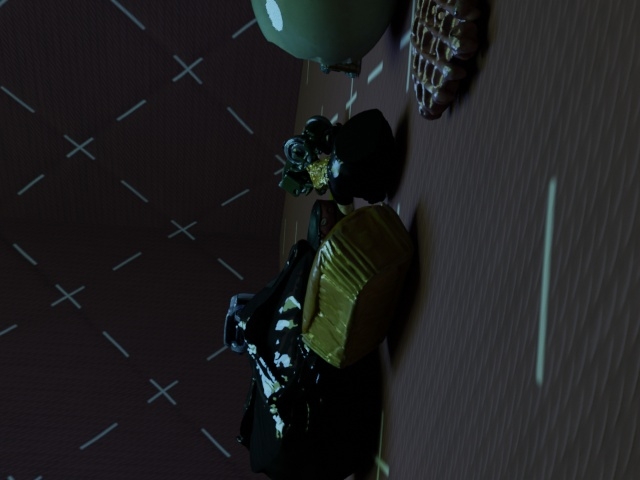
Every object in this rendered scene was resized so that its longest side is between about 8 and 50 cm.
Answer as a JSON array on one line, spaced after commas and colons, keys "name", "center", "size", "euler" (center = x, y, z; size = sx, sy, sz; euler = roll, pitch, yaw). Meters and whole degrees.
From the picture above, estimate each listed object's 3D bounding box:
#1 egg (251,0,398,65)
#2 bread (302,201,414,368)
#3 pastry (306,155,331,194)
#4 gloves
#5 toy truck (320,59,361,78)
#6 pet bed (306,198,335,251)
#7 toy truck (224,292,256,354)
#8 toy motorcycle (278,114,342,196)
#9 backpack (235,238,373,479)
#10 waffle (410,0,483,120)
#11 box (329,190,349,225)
[{"name": "egg", "center": [0.012, -0.493, 1.569], "size": [0.278, 0.278, 0.336], "euler": [-98, 17, -63]}, {"name": "bread", "center": [0.057, 0.080, 1.393], "size": [0.119, 0.153, 0.288], "euler": [46, 149, 26]}, {"name": "pastry", "center": [0.025, -0.154, 1.988], "size": [0.140, 0.056, 0.080], "euler": [-20, 75, 46]}, {"name": "gloves", "center": [0.074, -0.128, 1.534], "size": [0.164, 0.124, 0.203], "euler": [-59, -24, -6]}, {"name": "toy truck", "center": [0.050, -0.452, 2.112], "size": [0.177, 0.080, 0.115], "euler": [-115, 35, -76]}, {"name": "pet bed", "center": [0.000, 0.000, 2.033], "size": [0.201, 0.054, 0.201], "euler": [-177, 90, -84]}, {"name": "toy truck", "center": [-0.103, 0.201, 2.221], "size": [0.155, 0.268, 0.124], "euler": [-91, 9, -55]}, {"name": "toy motorcycle", "center": [-0.027, -0.192, 2.211], "size": [0.205, 0.127, 0.275], "euler": [-55, -10, -52]}, {"name": "backpack", "center": [-0.031, 0.227, 1.669], "size": [0.363, 0.255, 0.445], "euler": [117, 160, -59]}, {"name": "waffle", "center": [0.155, -0.271, 1.121], "size": [0.234, 0.056, 0.221], "euler": [110, 164, -71]}, {"name": "box", "center": [0.044, -0.066, 2.077], "size": [0.153, 0.041, 0.278], "euler": [132, 142, -80]}]
